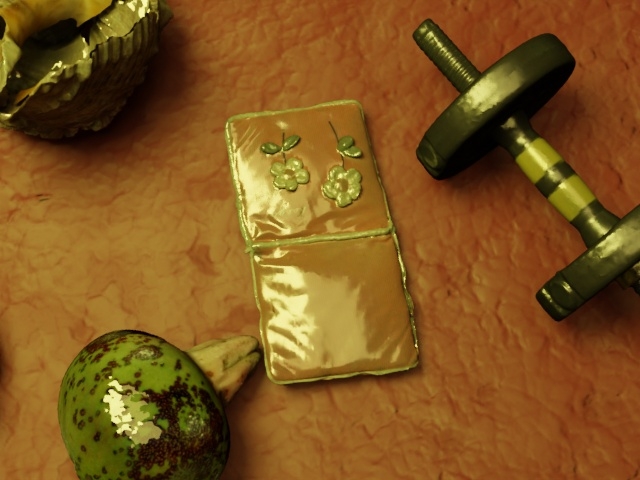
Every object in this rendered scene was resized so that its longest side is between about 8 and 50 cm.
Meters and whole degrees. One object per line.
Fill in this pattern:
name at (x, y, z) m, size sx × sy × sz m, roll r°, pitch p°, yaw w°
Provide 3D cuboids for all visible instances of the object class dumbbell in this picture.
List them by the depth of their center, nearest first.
dumbbell at (0.181, -0.047, 0.711) m, size 0.143 × 0.143 × 0.325 m, roll -37°, pitch 79°, yaw -9°

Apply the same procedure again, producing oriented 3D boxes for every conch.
conch at (-0.209, -0.155, 0.720) m, size 0.178 × 0.245 × 0.163 m, roll -29°, pitch 117°, yaw 10°

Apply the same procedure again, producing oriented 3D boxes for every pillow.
pillow at (0.000, 0.000, 0.751) m, size 0.126 × 0.043 × 0.232 m, roll -11°, pitch 76°, yaw -6°

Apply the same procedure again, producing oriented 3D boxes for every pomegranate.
pomegranate at (-0.118, 0.130, 0.692) m, size 0.138 × 0.163 × 0.125 m, roll 43°, pitch 119°, yaw 24°
